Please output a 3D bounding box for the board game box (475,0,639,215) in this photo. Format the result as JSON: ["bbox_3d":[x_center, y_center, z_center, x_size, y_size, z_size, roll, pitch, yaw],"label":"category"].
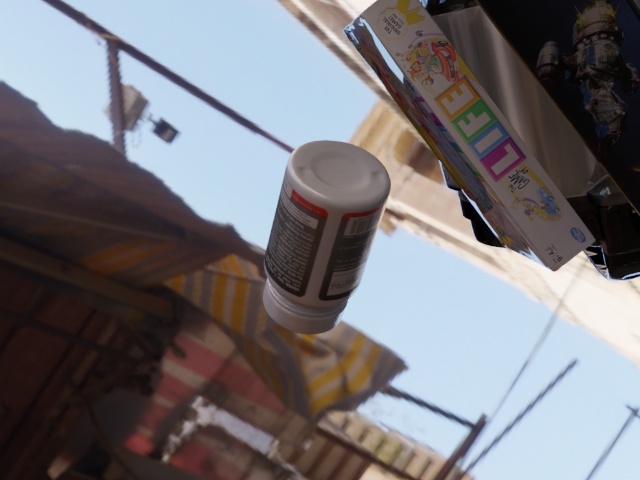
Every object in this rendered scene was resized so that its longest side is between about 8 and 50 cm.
[{"bbox_3d":[0.091,-0.106,0.425,0.042,0.165,0.243,-34,-56,19],"label":"board game box"}]

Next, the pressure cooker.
[{"bbox_3d":[0.334,-0.158,1.338,0.369,0.375,0.421,-24,-75,-41],"label":"pressure cooker"}]

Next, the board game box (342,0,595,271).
[{"bbox_3d":[0.071,-0.058,0.548,0.026,0.103,0.154,-38,-83,1],"label":"board game box"}]

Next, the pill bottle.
[{"bbox_3d":[0.000,0.000,1.663,0.161,0.161,0.283,-19,-39,-36],"label":"pill bottle"}]
